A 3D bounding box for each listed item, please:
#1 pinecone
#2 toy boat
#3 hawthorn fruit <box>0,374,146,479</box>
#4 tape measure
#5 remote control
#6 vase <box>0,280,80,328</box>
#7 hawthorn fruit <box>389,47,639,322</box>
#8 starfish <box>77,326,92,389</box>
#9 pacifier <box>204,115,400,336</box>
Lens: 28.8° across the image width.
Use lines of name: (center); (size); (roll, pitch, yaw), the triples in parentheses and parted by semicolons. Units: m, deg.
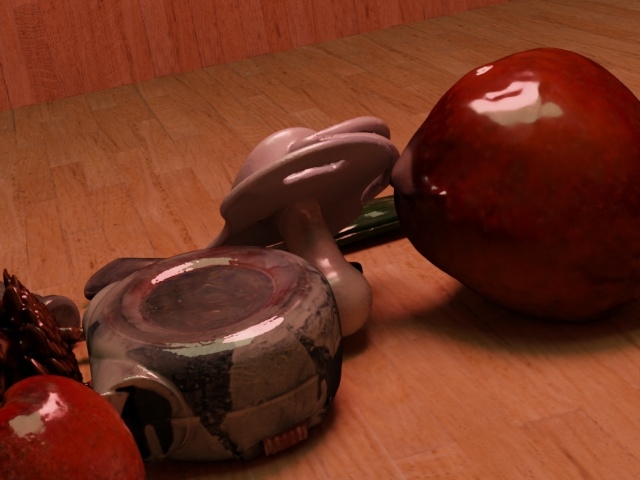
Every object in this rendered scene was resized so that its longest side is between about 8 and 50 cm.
pinecone: (-0.338, 0.136, 1.281); (0.207, 0.208, 0.208); (-9, 19, 3)
toy boat: (0.051, -0.024, 1.751); (0.210, 0.052, 0.104); (-17, 22, -16)
hawthorn fruit: (-0.230, 0.202, 1.054); (0.172, 0.173, 0.173); (-9, 19, 3)
tape measure: (-0.113, 0.115, 1.265); (0.275, 0.147, 0.256); (-12, 26, -9)
remote control: (-0.132, 0.054, 1.630); (0.377, 0.044, 0.107); (0, 28, 30)
vase: (-0.403, 0.092, 1.594); (0.219, 0.096, 0.096); (10, 27, 39)
hawthorn fruit: (0.250, -0.053, 1.404); (0.308, 0.325, 0.308); (-25, -18, -9)
starfish: (-0.203, 0.111, 1.482); (0.213, 0.057, 0.238); (6, 24, 22)
pacifier: (0.000, 0.000, 1.430); (0.244, 0.233, 0.299); (-13, -20, -19)
